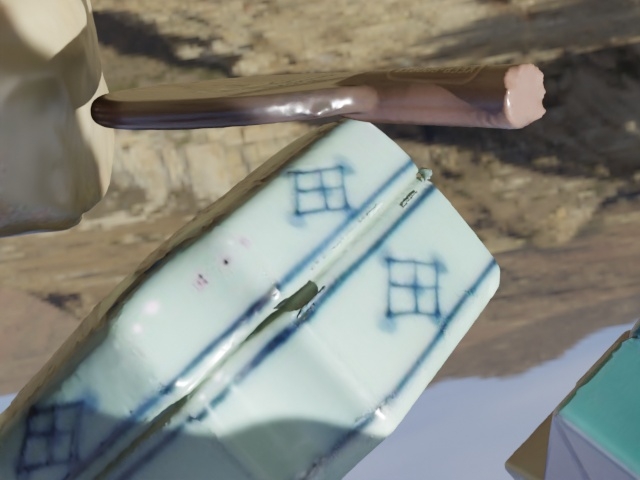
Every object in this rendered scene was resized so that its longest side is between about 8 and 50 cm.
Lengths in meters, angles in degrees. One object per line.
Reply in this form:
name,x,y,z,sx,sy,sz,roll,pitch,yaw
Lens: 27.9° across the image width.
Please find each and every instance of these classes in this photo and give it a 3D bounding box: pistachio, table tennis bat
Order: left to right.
pistachio,-0.152,-0.074,0.534,0.126,0.152,0.223,-41,-151,12
table tennis bat,0.000,0.000,0.452,0.170,0.119,0.107,4,-166,38

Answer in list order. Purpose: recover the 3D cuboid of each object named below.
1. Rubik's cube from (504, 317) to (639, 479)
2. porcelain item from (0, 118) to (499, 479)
Rubik's cube,0.376,0.184,1.035,0.358,0.387,0.368,-42,155,-16
porcelain item,-0.052,0.075,0.766,0.286,0.157,0.281,-43,179,37
